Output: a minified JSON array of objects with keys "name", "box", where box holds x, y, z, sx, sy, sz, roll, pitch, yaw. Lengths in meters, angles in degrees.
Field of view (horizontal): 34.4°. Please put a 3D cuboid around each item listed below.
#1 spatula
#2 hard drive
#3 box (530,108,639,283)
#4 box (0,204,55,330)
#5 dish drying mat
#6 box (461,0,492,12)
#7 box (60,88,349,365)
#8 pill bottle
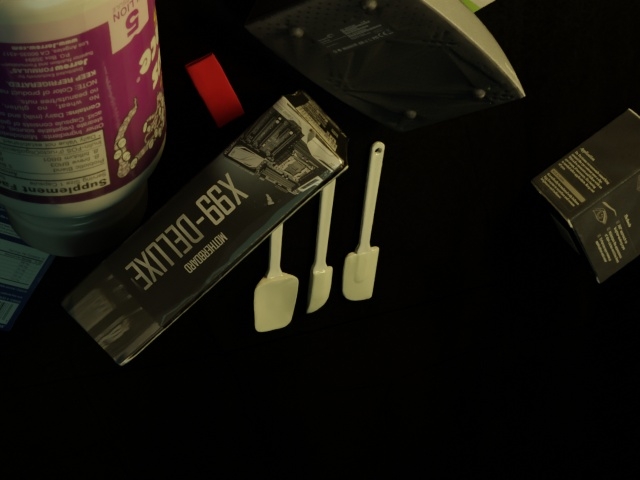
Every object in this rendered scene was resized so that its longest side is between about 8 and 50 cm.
[{"name":"spatula","box":[0.000,0.000,1.203,0.168,0.019,0.242,-13,133,-21]},{"name":"hard drive","box":[0.069,-0.188,0.994,0.172,0.054,0.255,-13,154,37]},{"name":"box","box":[0.377,-0.055,1.328,0.158,0.093,0.156,-36,137,3]},{"name":"box","box":[-0.307,-0.020,0.985,0.136,0.036,0.225,21,113,-42]},{"name":"dish drying mat","box":[-0.104,-0.148,1.018,0.032,0.008,0.083,-31,138,-3]},{"name":"box","box":[0.140,-0.310,0.882,0.322,0.058,0.232,-27,146,35]},{"name":"box","box":[-0.087,-0.029,0.937,0.242,0.307,0.076,-42,96,7]},{"name":"pill bottle","box":[-0.206,-0.124,0.801,0.169,0.169,0.301,-18,147,-17]}]
